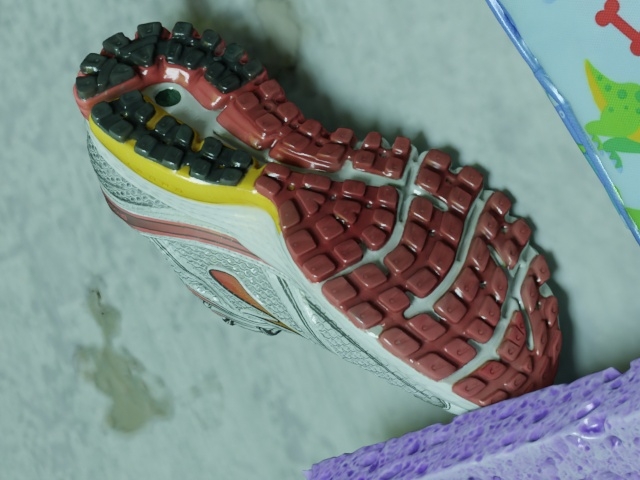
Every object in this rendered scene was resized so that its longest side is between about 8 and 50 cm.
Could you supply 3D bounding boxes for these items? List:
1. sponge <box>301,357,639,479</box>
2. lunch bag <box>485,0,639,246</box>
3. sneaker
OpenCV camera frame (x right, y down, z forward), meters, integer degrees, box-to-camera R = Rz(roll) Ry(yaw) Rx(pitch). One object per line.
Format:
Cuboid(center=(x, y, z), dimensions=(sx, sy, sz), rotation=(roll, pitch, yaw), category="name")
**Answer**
Cuboid(center=(0.099, 0.104, 0.703), dimensions=(0.210, 0.031, 0.117), rotation=(-23, 123, 40), category="sponge")
Cuboid(center=(0.141, -0.102, 0.597), dimensions=(0.176, 0.090, 0.219), rotation=(-32, 86, 37), category="lunch bag")
Cuboid(center=(0.000, 0.000, 0.759), dimensions=(0.225, 0.088, 0.093), rotation=(36, 149, 20), category="sneaker")
